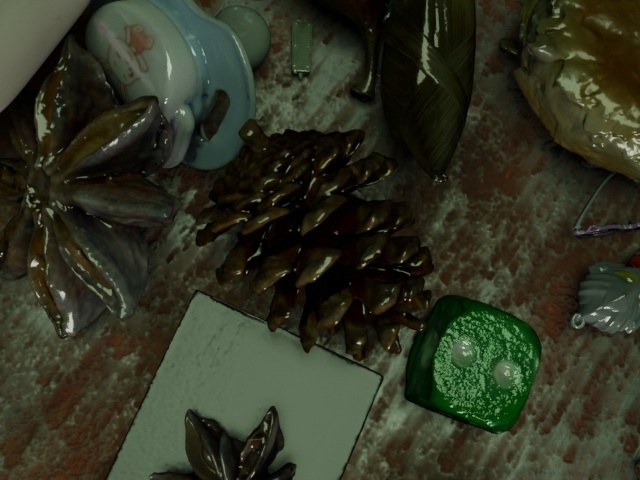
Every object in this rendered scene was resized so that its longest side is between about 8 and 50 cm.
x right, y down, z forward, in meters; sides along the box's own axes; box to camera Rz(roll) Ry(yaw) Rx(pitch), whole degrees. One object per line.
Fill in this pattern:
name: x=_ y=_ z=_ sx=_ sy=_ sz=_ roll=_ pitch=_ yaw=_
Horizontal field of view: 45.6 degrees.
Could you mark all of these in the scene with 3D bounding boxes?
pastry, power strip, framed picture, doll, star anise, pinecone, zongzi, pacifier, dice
pastry: x=0.403 y=-0.217 z=0.953 sx=0.329 sy=0.136 sz=0.330 roll=2 pitch=74 yaw=-6
power strip: x=-0.025 y=-0.249 z=0.994 sx=0.027 sy=0.017 sz=0.083 roll=3 pitch=79 yaw=-3
framed picture: x=-0.105 y=0.262 z=0.896 sx=0.255 sy=0.014 sz=0.339 roll=24 pitch=78 yaw=1
doll: x=0.379 y=0.060 z=0.941 sx=0.180 sy=0.079 sz=0.094 roll=-25 pitch=82 yaw=-20
star anise: x=-0.076 y=0.287 z=0.840 sx=0.231 sy=0.089 sz=0.209 roll=29 pitch=91 yaw=8
pinecone: x=0.000 y=0.000 z=0.849 sx=0.244 sy=0.244 sz=0.309 roll=-37 pitch=101 yaw=-10
zongzi: x=0.125 y=-0.206 z=0.854 sx=0.112 sy=0.242 sz=0.221 roll=2 pitch=118 yaw=2
pacifier: x=-0.152 y=-0.217 z=0.915 sx=0.225 sy=0.238 sz=0.287 roll=-28 pitch=70 yaw=-40
star anise: x=-0.264 y=-0.052 z=0.842 sx=0.117 sy=0.331 sz=0.332 roll=-1 pitch=75 yaw=-49
dice: x=0.173 y=0.143 z=0.879 sx=0.120 sy=0.128 sz=0.131 roll=22 pitch=77 yaw=-2

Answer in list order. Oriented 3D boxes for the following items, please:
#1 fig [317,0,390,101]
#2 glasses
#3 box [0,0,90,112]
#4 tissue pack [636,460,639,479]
fig: x=0.040 y=-0.337 z=0.956 sx=0.216 sy=0.217 sz=0.321 roll=-11 pitch=108 yaw=-6
glasses: x=0.378 y=-0.063 z=0.967 sx=0.139 sy=0.062 sz=0.104 roll=-6 pitch=79 yaw=-6
box: x=-0.403 y=-0.267 z=0.839 sx=0.349 sy=0.141 sz=0.289 roll=24 pitch=74 yaw=41
tissue pack: x=0.475 y=0.282 z=0.880 sx=0.169 sy=0.120 sz=0.082 roll=-9 pitch=82 yaw=-5
